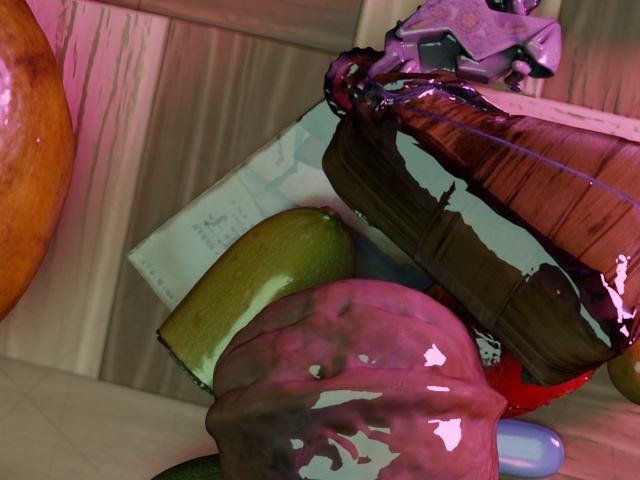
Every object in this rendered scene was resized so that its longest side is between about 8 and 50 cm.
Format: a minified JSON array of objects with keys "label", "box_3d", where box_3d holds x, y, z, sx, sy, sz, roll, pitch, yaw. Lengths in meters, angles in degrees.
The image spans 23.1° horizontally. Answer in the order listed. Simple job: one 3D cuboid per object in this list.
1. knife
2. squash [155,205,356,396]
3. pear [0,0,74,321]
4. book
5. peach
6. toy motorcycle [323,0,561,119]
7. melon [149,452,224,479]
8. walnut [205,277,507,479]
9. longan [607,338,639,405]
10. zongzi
[{"label":"knife","box_3d":[0.100,0.179,1.367,0.222,0.031,0.064,3,92,6]},{"label":"squash","box_3d":[-0.044,0.047,1.309,0.123,0.123,0.186,39,97,4]},{"label":"pear","box_3d":[-0.379,-0.069,1.269,0.352,0.352,0.413,13,105,8]},{"label":"book","box_3d":[0.000,0.000,1.368,0.289,0.026,0.201,-39,90,10]},{"label":"peach","box_3d":[0.152,0.093,1.312,0.172,0.092,0.127,9,106,4]},{"label":"toy motorcycle","box_3d":[0.111,-0.150,1.306,0.215,0.080,0.122,-37,81,-4]},{"label":"melon","box_3d":[-0.030,0.268,1.318,0.288,0.182,0.182,4,96,14]},{"label":"walnut","box_3d":[0.029,0.133,1.179,0.224,0.224,0.224,1,95,10]},{"label":"longan","box_3d":[0.277,0.098,1.305,0.075,0.075,0.083,8,125,9]},{"label":"zongzi","box_3d":[0.187,-0.064,1.257,0.286,0.138,0.300,44,61,9]}]
